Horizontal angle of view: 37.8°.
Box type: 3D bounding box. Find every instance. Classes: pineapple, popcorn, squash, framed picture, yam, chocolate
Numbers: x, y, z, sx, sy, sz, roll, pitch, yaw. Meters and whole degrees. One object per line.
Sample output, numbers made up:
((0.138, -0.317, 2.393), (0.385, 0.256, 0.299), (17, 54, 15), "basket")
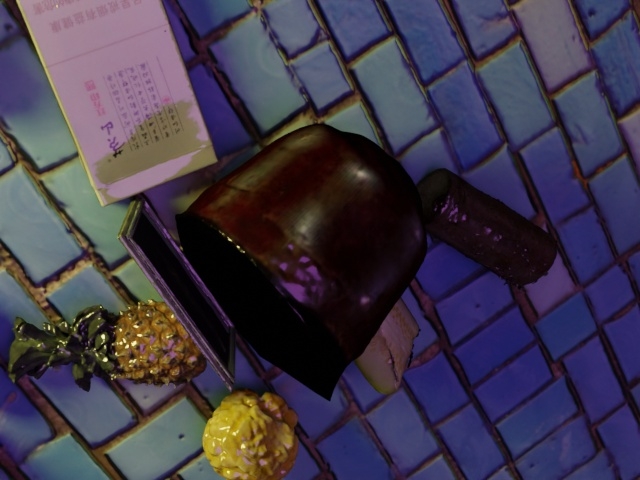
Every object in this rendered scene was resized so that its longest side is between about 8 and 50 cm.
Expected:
((-0.342, 0.177, 1.507), (0.309, 0.141, 0.170), (-3, 131, -13), "pineapple")
((-0.117, 0.345, 1.629), (0.179, 0.170, 0.180), (0, 105, -2), "popcorn")
((0.068, 0.128, 1.656), (0.093, 0.169, 0.252), (-17, 120, 32), "squash")
((-0.211, 0.074, 1.451), (0.018, 0.231, 0.293), (-31, 108, 5), "framed picture")
((0.297, -0.017, 1.696), (0.279, 0.131, 0.131), (29, 93, -25), "yam")
((0.000, 0.000, 1.489), (0.331, 0.383, 0.384), (-40, 116, -22), "chocolate")

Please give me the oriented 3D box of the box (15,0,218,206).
((-0.309, -0.254, 1.434), (0.204, 0.051, 0.365), (-23, 112, -14), "box")
